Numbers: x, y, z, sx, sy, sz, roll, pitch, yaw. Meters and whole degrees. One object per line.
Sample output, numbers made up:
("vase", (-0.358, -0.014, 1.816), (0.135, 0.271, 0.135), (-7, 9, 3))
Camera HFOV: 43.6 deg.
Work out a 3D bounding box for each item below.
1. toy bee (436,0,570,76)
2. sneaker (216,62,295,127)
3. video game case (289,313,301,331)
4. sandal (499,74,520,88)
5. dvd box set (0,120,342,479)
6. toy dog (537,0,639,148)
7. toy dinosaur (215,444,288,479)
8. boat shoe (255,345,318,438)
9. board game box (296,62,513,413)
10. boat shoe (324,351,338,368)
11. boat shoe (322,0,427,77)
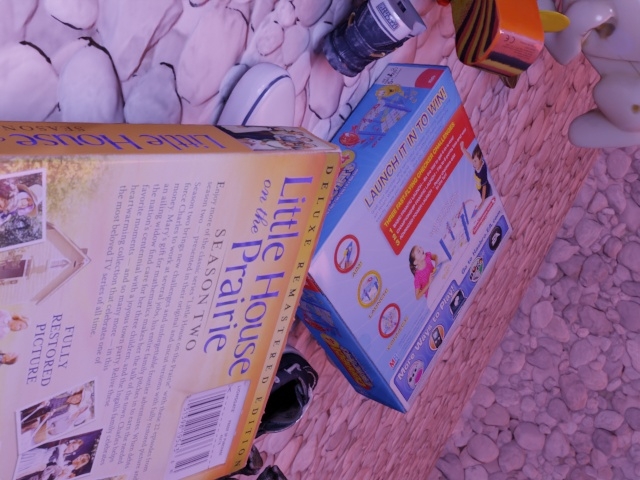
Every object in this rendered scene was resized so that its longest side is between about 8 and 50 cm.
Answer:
("toy bee", (0.194, -0.288, 0.909), (0.298, 0.195, 0.162), (-61, -176, -31))
("sneaker", (-0.049, -0.038, 0.756), (0.094, 0.091, 0.258), (-35, 145, -48))
("video game case", (0.000, 0.000, 0.997), (0.173, 0.022, 0.190), (-48, 153, -30))
("sandal", (0.261, -0.288, 1.200), (0.180, 0.049, 0.072), (21, 91, -53))
("dvd box set", (-0.185, 0.073, 0.507), (0.421, 0.062, 0.307), (-8, 124, -46))
("toy dog", (0.477, -0.362, 1.184), (0.284, 0.395, 0.408), (-43, 120, -12))
("toy dinosaur", (-0.139, 0.304, 0.941), (0.160, 0.120, 0.313), (-22, -179, 18))
("boat shoe", (-0.063, 0.198, 0.993), (0.114, 0.091, 0.302), (-65, 157, 7))
("board game box", (0.095, 0.000, 0.973), (0.308, 0.086, 0.302), (-55, 136, -23))
("boat shoe", (0.082, 0.059, 1.150), (0.088, 0.096, 0.267), (-20, 129, -83))
("boat shoe", (0.054, -0.219, 0.825), (0.083, 0.065, 0.183), (-33, -173, 22))
